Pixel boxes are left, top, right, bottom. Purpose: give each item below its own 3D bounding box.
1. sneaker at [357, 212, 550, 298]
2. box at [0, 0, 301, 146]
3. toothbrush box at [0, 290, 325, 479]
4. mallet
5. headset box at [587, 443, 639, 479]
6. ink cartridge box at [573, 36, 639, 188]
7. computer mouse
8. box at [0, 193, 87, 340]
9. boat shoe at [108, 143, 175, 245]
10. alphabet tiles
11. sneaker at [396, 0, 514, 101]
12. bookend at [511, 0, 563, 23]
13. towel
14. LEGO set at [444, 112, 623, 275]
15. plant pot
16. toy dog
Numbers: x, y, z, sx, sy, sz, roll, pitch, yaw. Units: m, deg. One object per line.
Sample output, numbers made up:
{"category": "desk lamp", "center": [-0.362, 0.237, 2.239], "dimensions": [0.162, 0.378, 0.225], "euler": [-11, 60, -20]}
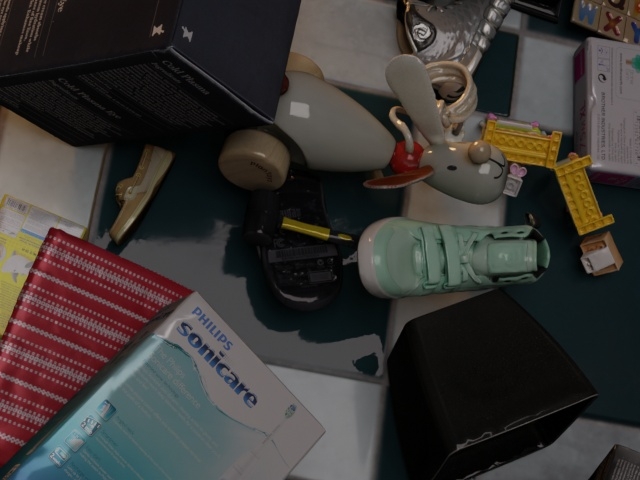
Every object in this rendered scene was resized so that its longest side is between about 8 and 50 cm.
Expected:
{"category": "sneaker", "center": [0.160, 0.012, 1.469], "dimensions": [0.256, 0.151, 0.094], "euler": [-2, 86, -51]}
{"category": "box", "center": [-0.187, -0.300, 1.437], "dimensions": [0.179, 0.312, 0.343], "euler": [32, 64, -47]}
{"category": "toothbrush box", "center": [-0.176, 0.234, 1.373], "dimensions": [0.216, 0.126, 0.295], "euler": [47, 65, -9]}
{"category": "mallet", "center": [0.000, 0.000, 1.494], "dimensions": [0.189, 0.039, 0.062], "euler": [21, 63, -6]}
{"category": "headset box", "center": [0.317, 0.385, 1.404], "dimensions": [0.131, 0.283, 0.246], "euler": [22, 69, 10]}
{"category": "ink cartridge box", "center": [0.487, -0.152, 1.702], "dimensions": [0.311, 0.065, 0.186], "euler": [6, 73, -9]}
{"category": "computer mouse", "center": [-0.004, -0.039, 1.561], "dimensions": [0.184, 0.060, 0.262], "euler": [-11, 70, -17]}
{"category": "box", "center": [-0.346, 0.050, 1.461], "dimensions": [0.105, 0.043, 0.179], "euler": [24, 69, -7]}
{"category": "boat shoe", "center": [-0.219, -0.056, 1.519], "dimensions": [0.045, 0.050, 0.135], "euler": [27, 60, -1]}
{"category": "alphabet tiles", "center": [0.458, -0.344, 1.759], "dimensions": [0.237, 0.009, 0.198], "euler": [18, 71, -16]}
{"category": "sneaker", "center": [0.170, -0.302, 1.659], "dimensions": [0.132, 0.086, 0.229], "euler": [28, 71, -2]}
{"category": "bookend", "center": [0.319, -0.393, 1.679], "dimensions": [0.072, 0.157, 0.156], "euler": [17, 71, -8]}
{"category": "towel", "center": [-0.265, 0.146, 1.436], "dimensions": [0.199, 0.031, 0.275], "euler": [26, 70, -20]}
{"category": "LEGO set", "center": [0.278, -0.081, 1.633], "dimensions": [0.287, 0.107, 0.132], "euler": [31, 105, -8]}
{"category": "plant pot", "center": [0.176, 0.167, 1.487], "dimensions": [0.187, 0.188, 0.167], "euler": [-18, 67, -17]}
{"category": "toy dog", "center": [0.046, -0.139, 1.470], "dimensions": [0.333, 0.161, 0.220], "euler": [-5, 64, -3]}
